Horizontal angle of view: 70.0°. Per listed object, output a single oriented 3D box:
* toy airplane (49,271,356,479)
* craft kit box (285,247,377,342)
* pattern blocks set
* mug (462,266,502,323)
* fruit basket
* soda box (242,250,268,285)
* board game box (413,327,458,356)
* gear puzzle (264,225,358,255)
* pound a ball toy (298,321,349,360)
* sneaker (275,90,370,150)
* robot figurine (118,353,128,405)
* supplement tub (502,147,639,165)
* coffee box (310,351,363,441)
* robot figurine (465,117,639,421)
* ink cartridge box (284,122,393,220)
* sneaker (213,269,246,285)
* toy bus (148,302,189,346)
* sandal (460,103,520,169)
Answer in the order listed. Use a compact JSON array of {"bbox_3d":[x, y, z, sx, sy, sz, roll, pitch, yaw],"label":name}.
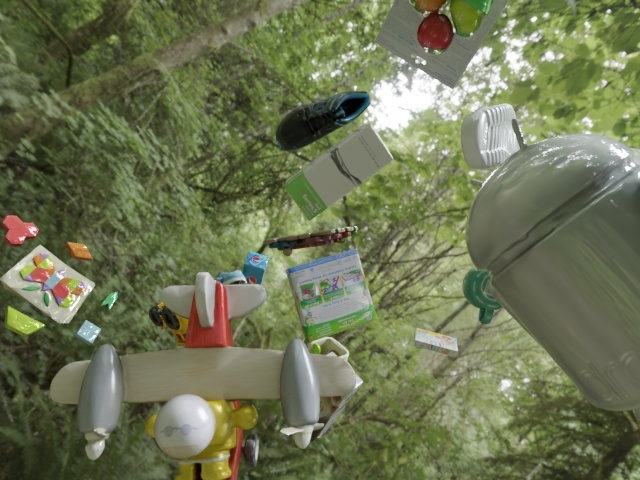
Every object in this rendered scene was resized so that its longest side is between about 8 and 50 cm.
[{"bbox_3d":[-0.190,0.242,0.752,0.384,0.386,0.272,44,0,0],"label":"toy airplane"},{"bbox_3d":[0.037,0.177,1.500,0.061,0.249,0.247,146,-71,-73],"label":"craft kit box"},{"bbox_3d":[-0.667,0.105,1.129,0.324,0.026,0.286,35,40,-31],"label":"pattern blocks set"},{"bbox_3d":[0.486,0.146,1.298,0.158,0.129,0.097,63,0,7],"label":"mug"},{"bbox_3d":[0.398,-0.736,1.490,0.326,0.165,0.353,34,-52,8],"label":"fruit basket"},{"bbox_3d":[-0.234,0.141,1.559,0.071,0.067,0.210,16,-51,-4],"label":"soda box"},{"bbox_3d":[0.422,0.373,1.676,0.153,0.026,0.103,13,17,10],"label":"board game box"},{"bbox_3d":[0.000,0.000,1.126,0.339,0.175,0.044,-10,91,-71],"label":"gear puzzle"},{"bbox_3d":[-0.006,0.476,1.740,0.135,0.320,0.208,-5,27,-42],"label":"pound a ball toy"},{"bbox_3d":[0.007,-0.404,1.489,0.125,0.340,0.139,60,-11,-18],"label":"sneaker"},{"bbox_3d":[-0.397,0.273,0.867,0.067,0.101,0.115,50,33,-44],"label":"robot figurine"},{"bbox_3d":[0.561,-0.076,0.968,0.235,0.324,0.236,179,-90,-88],"label":"supplement tub"},{"bbox_3d":[0.007,0.500,1.462,0.141,0.247,0.098,40,27,23],"label":"coffee box"},{"bbox_3d":[0.300,0.030,0.487,0.354,0.199,0.300,54,-30,18],"label":"robot figurine"},{"bbox_3d":[0.044,-0.190,1.245,0.115,0.272,0.198,54,6,-12],"label":"ink cartridge box"},{"bbox_3d":[-0.298,0.133,1.351,0.073,0.161,0.064,-112,-174,-47],"label":"sneaker"},{"bbox_3d":[-0.418,0.274,1.460,0.220,0.149,0.212,-9,-73,44],"label":"toy bus"},{"bbox_3d":[0.391,-0.242,1.084,0.102,0.170,0.416,2,6,34],"label":"sandal"}]
